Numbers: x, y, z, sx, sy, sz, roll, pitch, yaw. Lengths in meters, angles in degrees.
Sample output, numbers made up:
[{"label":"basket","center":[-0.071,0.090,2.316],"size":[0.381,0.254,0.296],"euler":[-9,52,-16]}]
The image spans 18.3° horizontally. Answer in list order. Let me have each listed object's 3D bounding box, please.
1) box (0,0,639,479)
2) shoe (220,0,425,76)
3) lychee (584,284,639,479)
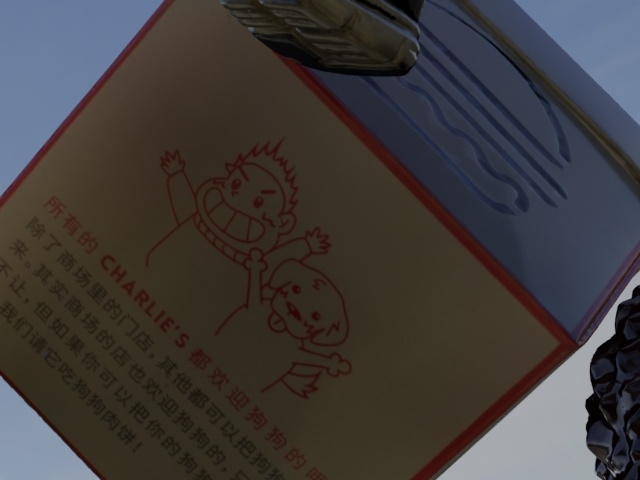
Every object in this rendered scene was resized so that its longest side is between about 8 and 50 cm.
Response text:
[{"label":"box","center":[0.000,0.000,1.238],"size":[0.312,0.314,0.300],"euler":[-46,-3,29]},{"label":"shoe","center":[-0.016,-0.159,0.881],"size":[0.091,0.106,0.207],"euler":[8,-23,44]},{"label":"lychee","center":[0.245,0.111,0.932],"size":[0.300,0.264,0.264],"euler":[-21,-12,2]}]
